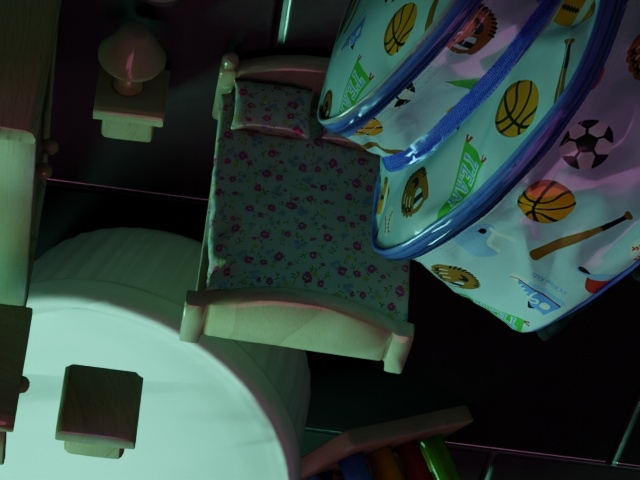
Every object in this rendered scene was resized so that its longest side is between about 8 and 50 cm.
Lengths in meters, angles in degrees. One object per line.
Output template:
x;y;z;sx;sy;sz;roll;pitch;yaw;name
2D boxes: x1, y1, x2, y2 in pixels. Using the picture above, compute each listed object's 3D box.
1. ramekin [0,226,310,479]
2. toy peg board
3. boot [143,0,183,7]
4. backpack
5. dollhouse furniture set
-0.130;0.111;1.284;0.273;0.127;0.273;9;129;12;ramekin
0.029;0.205;1.387;0.161;0.079;0.161;-36;161;35;toy peg board
-0.103;-0.242;0.966;0.178;0.085;0.236;-31;134;30;boot
0.126;-0.093;0.976;0.213;0.263;0.276;21;136;-17;backpack
-0.032;-0.018;1.032;0.355;0.303;0.174;8;141;-6;dollhouse furniture set
